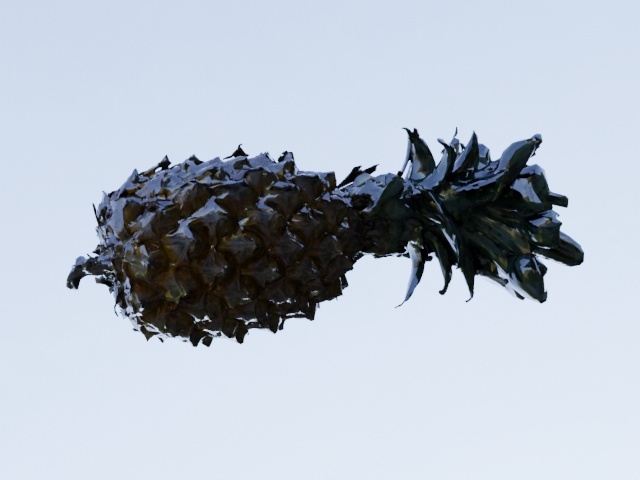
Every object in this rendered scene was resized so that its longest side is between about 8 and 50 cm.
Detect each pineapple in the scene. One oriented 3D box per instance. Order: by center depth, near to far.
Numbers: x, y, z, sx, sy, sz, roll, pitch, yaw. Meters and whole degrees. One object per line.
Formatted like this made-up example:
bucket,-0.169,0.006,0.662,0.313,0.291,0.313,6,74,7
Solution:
pineapple,0.000,-0.001,0.769,0.221,0.103,0.083,-8,-77,-14
